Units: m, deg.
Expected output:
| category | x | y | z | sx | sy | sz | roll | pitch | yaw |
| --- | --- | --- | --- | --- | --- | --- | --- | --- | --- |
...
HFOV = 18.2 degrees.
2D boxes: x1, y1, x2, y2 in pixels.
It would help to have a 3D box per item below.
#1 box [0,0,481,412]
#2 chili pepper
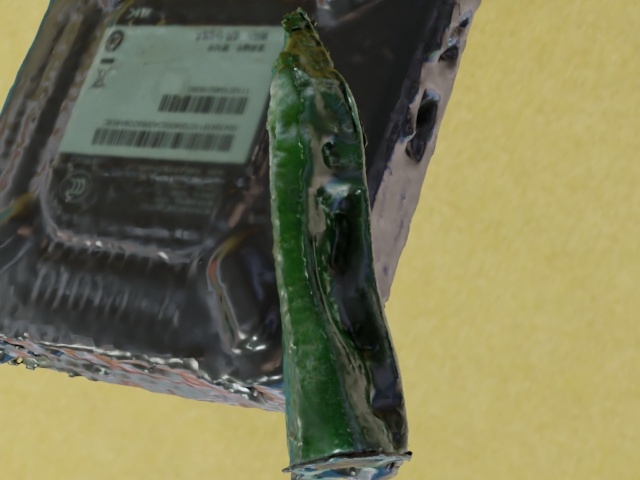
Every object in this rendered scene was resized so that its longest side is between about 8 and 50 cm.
| category | x | y | z | sx | sy | sz | roll | pitch | yaw |
| --- | --- | --- | --- | --- | --- | --- | --- | --- | --- |
| box | -0.076 | -0.071 | 1.281 | 0.359 | 0.350 | 0.091 | 6 | 161 | 39 |
| chili pepper | 0.000 | 0.000 | 0.928 | 0.059 | 0.227 | 0.088 | -5 | 166 | -4 |
